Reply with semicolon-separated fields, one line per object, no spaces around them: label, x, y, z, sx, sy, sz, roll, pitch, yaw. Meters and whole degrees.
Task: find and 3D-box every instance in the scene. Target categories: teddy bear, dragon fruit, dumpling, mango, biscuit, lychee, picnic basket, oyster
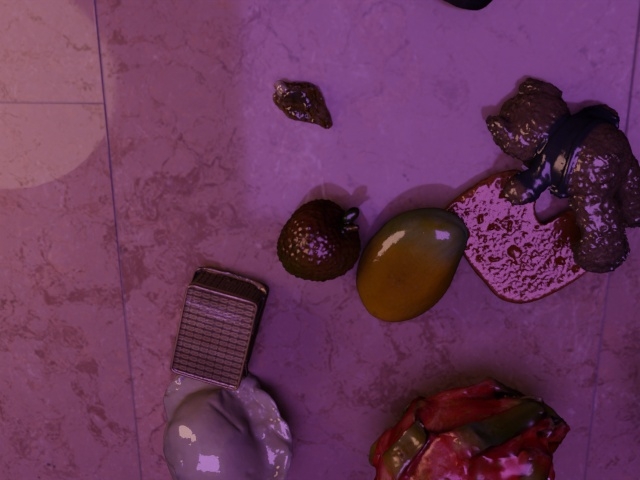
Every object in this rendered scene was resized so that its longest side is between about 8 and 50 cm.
teddy bear;0.327;-0.097;0.906;0.182;0.129;0.251;-41;83;-23
dragon fruit;0.203;0.321;1.013;0.302;0.231;0.237;-39;87;7
dumpling;-0.139;0.312;1.106;0.193;0.147;0.258;-16;75;0
mango;0.125;0.032;0.991;0.130;0.092;0.194;47;127;0
biscuit;0.285;-0.016;0.993;0.186;0.036;0.192;-37;98;15
lychee;0.000;0.000;1.003;0.146;0.114;0.114;-28;102;36
picnic basket;-0.151;0.130;1.082;0.115;0.079;0.164;16;109;4
oyster;-0.023;-0.187;0.989;0.093;0.034;0.051;17;117;-1

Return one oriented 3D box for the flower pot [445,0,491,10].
flower pot;0.171;-0.364;0.826;0.235;0.235;0.148;34;129;-3
